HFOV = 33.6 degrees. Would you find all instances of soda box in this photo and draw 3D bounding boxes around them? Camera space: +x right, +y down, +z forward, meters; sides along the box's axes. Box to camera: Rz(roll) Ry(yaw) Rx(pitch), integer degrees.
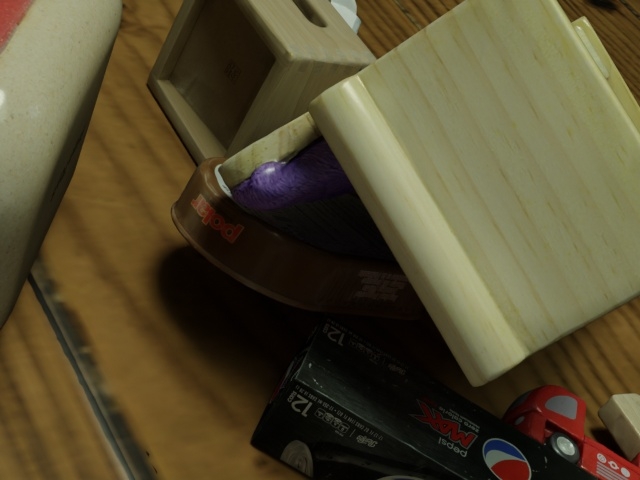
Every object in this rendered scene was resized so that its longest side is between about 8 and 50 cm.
[{"bbox_3d":[0.054,0.111,0.534,0.169,0.053,0.060,31,35,-2],"label":"soda box"}]

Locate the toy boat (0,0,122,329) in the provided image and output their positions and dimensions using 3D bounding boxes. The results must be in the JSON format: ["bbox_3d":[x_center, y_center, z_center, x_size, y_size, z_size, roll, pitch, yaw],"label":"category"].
[{"bbox_3d":[-0.184,-0.066,0.479,0.151,0.151,0.231,20,36,-11],"label":"toy boat"}]

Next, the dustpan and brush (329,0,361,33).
[{"bbox_3d":[-0.055,-0.228,0.857,0.211,0.060,0.147,28,35,-7],"label":"dustpan and brush"}]

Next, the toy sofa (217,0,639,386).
[{"bbox_3d":[0.104,-0.033,0.614,0.150,0.177,0.362,59,18,3],"label":"toy sofa"}]

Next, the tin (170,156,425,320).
[{"bbox_3d":[0.000,0.000,0.599,0.106,0.040,0.190,46,20,31],"label":"tin"}]

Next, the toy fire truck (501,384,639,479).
[{"bbox_3d":[0.195,0.133,0.626,0.192,0.047,0.135,31,34,-1],"label":"toy fire truck"}]

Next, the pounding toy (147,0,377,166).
[{"bbox_3d":[-0.033,-0.125,0.687,0.100,0.130,0.141,-3,48,-41],"label":"pounding toy"}]
